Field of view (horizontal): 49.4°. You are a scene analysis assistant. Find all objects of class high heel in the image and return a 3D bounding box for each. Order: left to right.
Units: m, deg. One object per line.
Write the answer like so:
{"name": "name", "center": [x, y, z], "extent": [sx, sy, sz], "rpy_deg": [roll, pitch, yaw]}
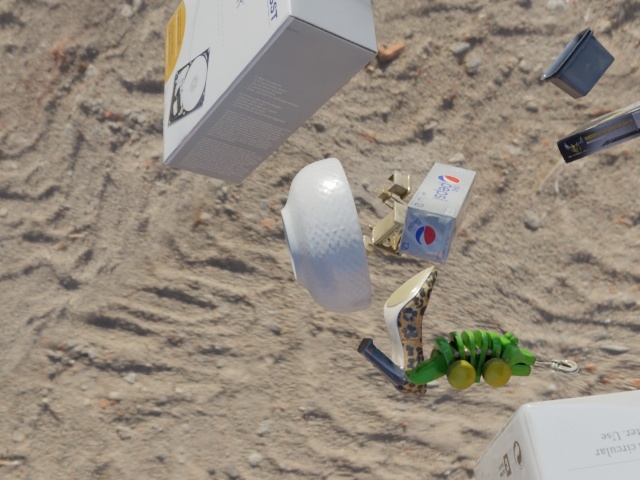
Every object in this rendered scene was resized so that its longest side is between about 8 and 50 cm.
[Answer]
{"name": "high heel", "center": [0.218, 0.200, 1.520], "extent": [0.186, 0.093, 0.261], "rpy_deg": [43, 75, -16]}

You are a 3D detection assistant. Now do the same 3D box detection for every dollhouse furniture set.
{"name": "dollhouse furniture set", "center": [0.168, -0.045, 1.662], "extent": [0.182, 0.101, 0.161], "rpy_deg": [-44, 32, 46]}

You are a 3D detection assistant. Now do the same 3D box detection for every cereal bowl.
{"name": "cereal bowl", "center": [0.000, 0.000, 1.489], "extent": [0.141, 0.339, 0.339], "rpy_deg": [-13, 75, -4]}

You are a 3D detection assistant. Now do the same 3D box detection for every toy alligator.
{"name": "toy alligator", "center": [0.179, 0.115, 0.714], "extent": [0.189, 0.056, 0.051], "rpy_deg": [-2, 104, -11]}

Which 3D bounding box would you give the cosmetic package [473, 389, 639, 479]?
{"name": "cosmetic package", "center": [0.216, 0.262, 0.331], "extent": [0.196, 0.155, 0.366], "rpy_deg": [-5, 61, -2]}

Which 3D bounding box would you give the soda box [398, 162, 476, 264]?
{"name": "soda box", "center": [0.230, -0.059, 1.342], "extent": [0.091, 0.286, 0.098], "rpy_deg": [15, 115, 14]}

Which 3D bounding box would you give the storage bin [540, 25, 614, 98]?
{"name": "storage bin", "center": [0.561, -0.375, 1.512], "extent": [0.091, 0.098, 0.135], "rpy_deg": [40, 90, -5]}

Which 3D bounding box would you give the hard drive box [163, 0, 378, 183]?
{"name": "hard drive box", "center": [-0.059, -0.190, 0.650], "extent": [0.232, 0.089, 0.181], "rpy_deg": [-36, 51, 45]}

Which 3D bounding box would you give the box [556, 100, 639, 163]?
{"name": "box", "center": [0.658, -0.253, 1.509], "extent": [0.231, 0.183, 0.056], "rpy_deg": [-21, 97, 48]}
